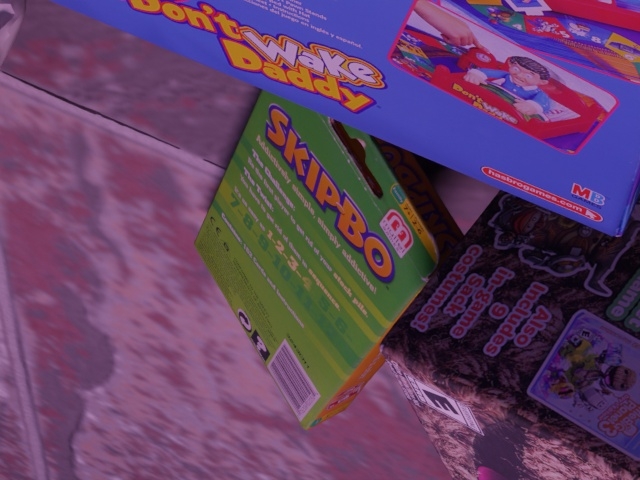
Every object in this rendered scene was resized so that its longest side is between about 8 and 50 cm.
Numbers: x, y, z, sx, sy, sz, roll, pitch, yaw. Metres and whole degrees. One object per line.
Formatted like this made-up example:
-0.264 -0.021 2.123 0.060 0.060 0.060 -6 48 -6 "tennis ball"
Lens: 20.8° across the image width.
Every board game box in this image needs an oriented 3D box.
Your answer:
-0.030 -0.143 0.592 0.347 0.078 0.233 24 160 10 "board game box"
0.204 0.107 0.726 0.291 0.141 0.232 26 158 36 "board game box"
0.000 0.000 0.849 0.124 0.039 0.259 58 160 12 "board game box"

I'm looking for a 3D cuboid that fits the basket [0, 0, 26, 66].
-0.380 -0.056 0.846 0.331 0.328 0.266 34 157 -16 "basket"
